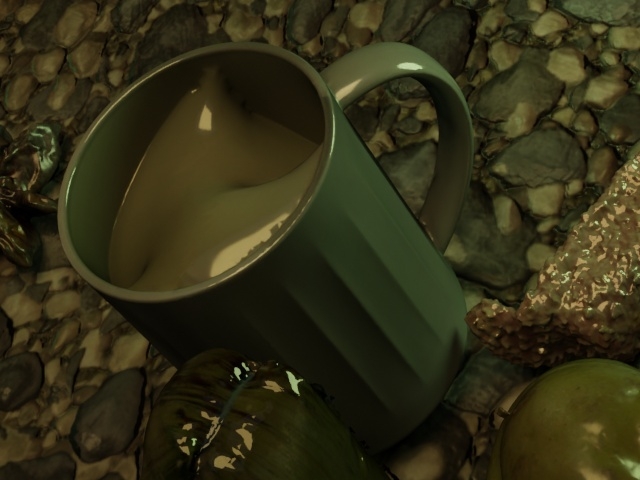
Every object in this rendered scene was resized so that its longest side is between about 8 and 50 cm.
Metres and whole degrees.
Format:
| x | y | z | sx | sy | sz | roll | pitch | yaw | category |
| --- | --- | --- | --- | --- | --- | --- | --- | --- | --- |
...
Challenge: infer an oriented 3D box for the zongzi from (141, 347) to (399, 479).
| x | y | z | sx | sy | sz | roll | pitch | yaw | category |
| --- | --- | --- | --- | --- | --- | --- | --- | --- | --- |
| -0.102 | 0.191 | 1.126 | 0.360 | 0.323 | 0.160 | 8 | 55 | 37 | zongzi |

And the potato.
| x | y | z | sx | sy | sz | roll | pitch | yaw | category |
| --- | --- | --- | --- | --- | --- | --- | --- | --- | --- |
| 0.267 | 0.197 | 0.987 | 0.351 | 0.218 | 0.202 | 16 | 66 | 36 | potato |

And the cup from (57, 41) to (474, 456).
| x | y | z | sx | sy | sz | roll | pitch | yaw | category |
| --- | --- | --- | --- | --- | --- | --- | --- | --- | --- |
| 0.000 | 0.000 | 1.191 | 0.323 | 0.327 | 0.237 | -39 | 49 | 0 | cup |

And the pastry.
| x | y | z | sx | sy | sz | roll | pitch | yaw | category |
| --- | --- | --- | --- | --- | --- | --- | --- | --- | --- |
| 0.252 | 0.017 | 1.194 | 0.265 | 0.103 | 0.112 | -44 | 46 | -3 | pastry |

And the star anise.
| x | y | z | sx | sy | sz | roll | pitch | yaw | category |
| --- | --- | --- | --- | --- | --- | --- | --- | --- | --- |
| -0.370 | -0.042 | 1.580 | 0.197 | 0.073 | 0.212 | -20 | 49 | 11 | star anise |
